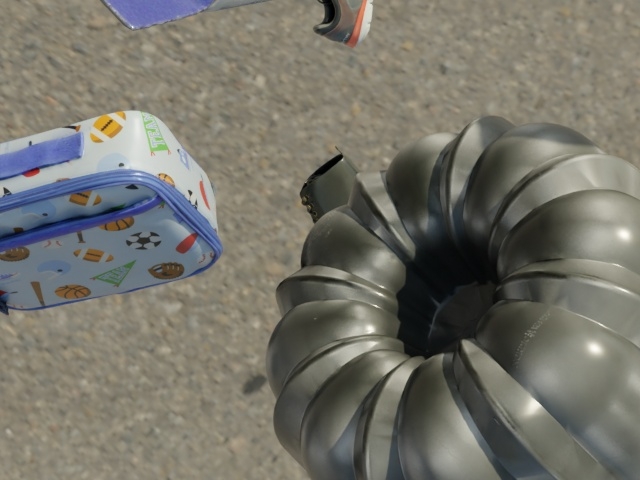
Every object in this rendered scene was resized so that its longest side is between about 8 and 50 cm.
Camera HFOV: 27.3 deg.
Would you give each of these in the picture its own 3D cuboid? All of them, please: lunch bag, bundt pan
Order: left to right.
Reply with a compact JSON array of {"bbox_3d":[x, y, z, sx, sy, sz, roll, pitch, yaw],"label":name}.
[{"bbox_3d":[-0.272,-0.024,1.379,0.303,0.115,0.243,-15,153,14],"label":"lunch bag"},{"bbox_3d":[0.095,0.054,0.880,0.331,0.331,0.124,-53,131,-4],"label":"bundt pan"}]

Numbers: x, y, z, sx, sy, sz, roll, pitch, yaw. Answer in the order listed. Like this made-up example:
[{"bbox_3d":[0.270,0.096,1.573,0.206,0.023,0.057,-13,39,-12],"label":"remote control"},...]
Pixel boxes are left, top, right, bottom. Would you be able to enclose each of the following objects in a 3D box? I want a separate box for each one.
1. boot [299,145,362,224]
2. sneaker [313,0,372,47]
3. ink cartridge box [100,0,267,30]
[{"bbox_3d":[0.000,0.000,1.508,0.198,0.077,0.137,-45,106,4],"label":"boot"},{"bbox_3d":[0.027,-0.284,1.381,0.065,0.061,0.158,7,96,-19],"label":"sneaker"},{"bbox_3d":[-0.118,-0.270,0.826,0.072,0.303,0.307,-47,172,26],"label":"ink cartridge box"}]
